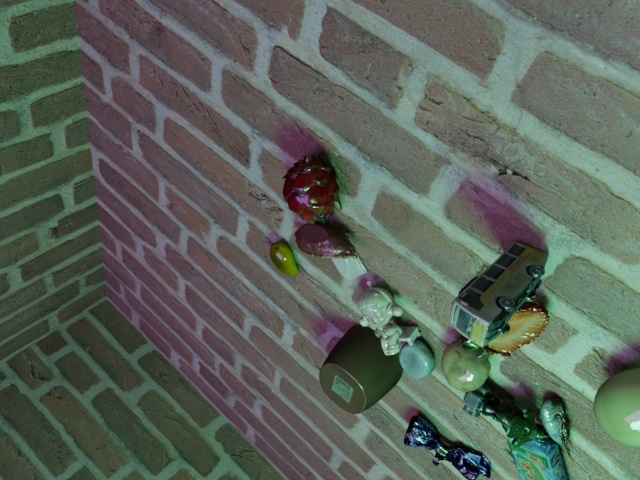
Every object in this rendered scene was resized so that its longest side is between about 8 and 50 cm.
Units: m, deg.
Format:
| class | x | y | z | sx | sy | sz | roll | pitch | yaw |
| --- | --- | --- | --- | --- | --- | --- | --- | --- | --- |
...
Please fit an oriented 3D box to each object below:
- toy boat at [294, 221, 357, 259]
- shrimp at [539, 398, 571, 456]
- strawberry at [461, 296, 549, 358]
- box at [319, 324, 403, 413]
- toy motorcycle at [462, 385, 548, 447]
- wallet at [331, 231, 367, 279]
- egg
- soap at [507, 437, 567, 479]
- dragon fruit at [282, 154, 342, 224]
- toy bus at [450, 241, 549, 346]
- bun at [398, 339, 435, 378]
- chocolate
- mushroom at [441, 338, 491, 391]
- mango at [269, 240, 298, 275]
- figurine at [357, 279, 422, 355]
| class | x | y | z | sx | sy | sz | roll | pitch | yaw |
| --- | --- | --- | --- | --- | --- | --- | --- | --- | --- |
| toy boat | -0.002 | -0.003 | 1.963 | 0.318 | 0.141 | 0.099 | 23 | 164 | 47 |
| shrimp | 0.731 | 0.580 | 1.702 | 0.232 | 0.079 | 0.090 | 63 | 178 | -17 |
| strawberry | 0.535 | 0.237 | 1.619 | 0.188 | 0.106 | 0.286 | 38 | 131 | -17 |
| box | 0.146 | 0.506 | 2.137 | 0.301 | 0.216 | 0.301 | 25 | 132 | 31 |
| toy motorcycle | 0.570 | 0.548 | 1.743 | 0.275 | 0.187 | 0.124 | 24 | 92 | 36 |
| wallet | 0.084 | 0.059 | 2.001 | 0.124 | 0.032 | 0.183 | -24 | 99 | 49 |
| egg | 0.814 | 0.414 | 1.390 | 0.188 | 0.188 | 0.254 | 51 | 132 | 3 |
| soap | 0.716 | 0.737 | 1.814 | 0.156 | 0.077 | 0.293 | 7 | 124 | 56 |
| dragon fruit | -0.029 | -0.155 | 1.841 | 0.192 | 0.193 | 0.274 | 0 | 122 | 16 |
| toy bus | 0.462 | 0.125 | 1.405 | 0.138 | 0.343 | 0.097 | 31 | 137 | 32 |
| bun | 0.347 | 0.417 | 1.966 | 0.141 | 0.083 | 0.140 | 23 | 124 | 39 |
| chocolate | 0.483 | 0.803 | 2.111 | 0.343 | 0.126 | 0.148 | 27 | 98 | 20 |
| mushroom | 0.470 | 0.398 | 1.782 | 0.166 | 0.127 | 0.166 | -12 | 75 | 49 |
| mango | -0.144 | 0.077 | 2.219 | 0.103 | 0.076 | 0.161 | -11 | 119 | 43 |
| figurine | 0.226 | 0.260 | 1.938 | 0.256 | 0.145 | 0.182 | 59 | 162 | -11 |
